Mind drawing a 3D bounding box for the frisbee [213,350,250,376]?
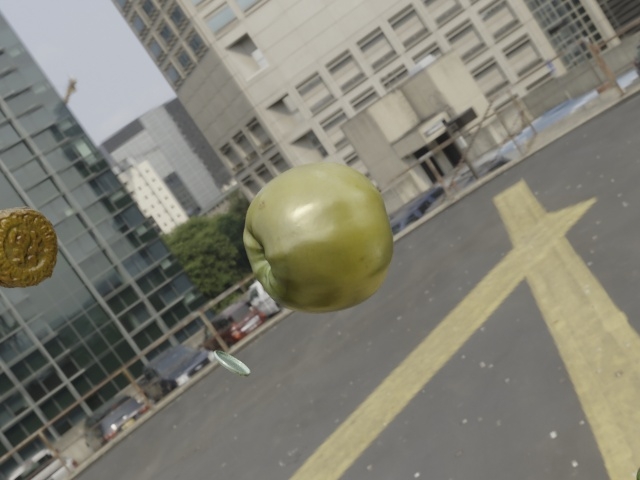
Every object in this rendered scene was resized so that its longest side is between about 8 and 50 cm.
[{"bbox_3d":[-0.227,0.316,1.738,0.014,0.110,0.110,-58,6,0],"label":"frisbee"}]

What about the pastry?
[{"bbox_3d":[-0.364,0.008,0.817,0.057,0.097,0.109,-6,1,33],"label":"pastry"}]

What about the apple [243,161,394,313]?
[{"bbox_3d":[0.000,0.000,1.168,0.262,0.262,0.262,-34,6,4],"label":"apple"}]

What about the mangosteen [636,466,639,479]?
[{"bbox_3d":[0.838,0.632,1.511,0.305,0.360,0.306,0,7,0],"label":"mangosteen"}]
